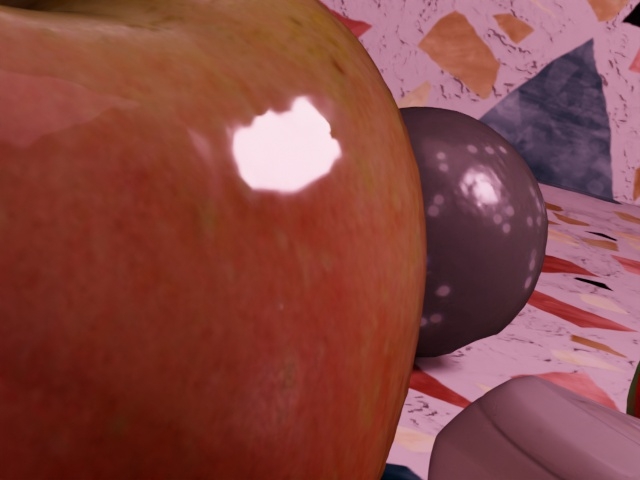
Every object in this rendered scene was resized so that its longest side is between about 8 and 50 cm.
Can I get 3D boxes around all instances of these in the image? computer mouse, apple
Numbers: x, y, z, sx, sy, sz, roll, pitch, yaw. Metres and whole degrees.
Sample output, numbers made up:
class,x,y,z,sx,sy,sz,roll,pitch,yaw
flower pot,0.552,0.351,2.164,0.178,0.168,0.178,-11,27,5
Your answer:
class,x,y,z,sx,sy,sz,roll,pitch,yaw
computer mouse,0.154,0.152,0.780,0.184,0.121,0.297,28,0,34
apple,-0.139,0.041,0.514,0.319,0.277,0.319,11,20,-4

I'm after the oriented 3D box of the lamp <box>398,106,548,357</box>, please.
class,x,y,z,sx,sy,sz,roll,pitch,yaw
lamp,0.010,0.005,1.327,0.314,0.182,0.182,-10,19,-19

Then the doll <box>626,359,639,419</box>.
class,x,y,z,sx,sy,sz,roll,pitch,yaw
doll,0.341,0.122,1.063,0.183,0.160,0.363,40,-10,-37
